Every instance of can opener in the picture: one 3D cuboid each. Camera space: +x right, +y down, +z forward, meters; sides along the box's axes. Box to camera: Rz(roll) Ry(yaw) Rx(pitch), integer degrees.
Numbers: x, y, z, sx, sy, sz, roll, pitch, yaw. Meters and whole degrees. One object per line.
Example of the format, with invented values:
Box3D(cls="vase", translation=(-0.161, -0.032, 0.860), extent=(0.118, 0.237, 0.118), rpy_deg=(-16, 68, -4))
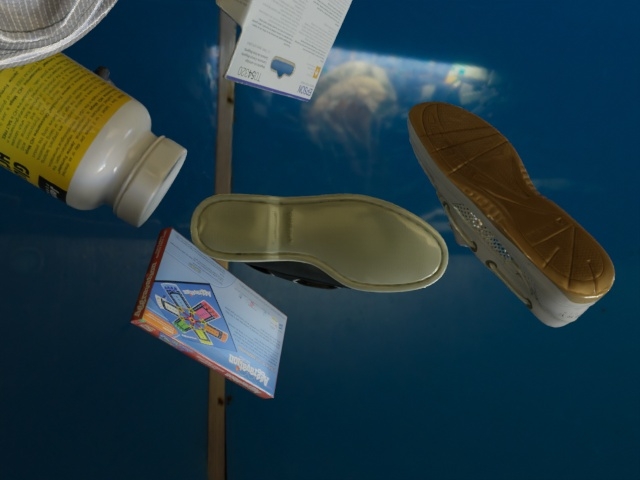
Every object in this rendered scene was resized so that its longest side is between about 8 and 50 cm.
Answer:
Box3D(cls="can opener", translation=(-0.465, -0.278, 1.217), extent=(0.073, 0.059, 0.186), rpy_deg=(35, -133, -28))

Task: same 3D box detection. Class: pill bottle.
Box3D(cls="pill bottle", translation=(-0.377, -0.164, 0.891), extent=(0.334, 0.188, 0.187), rpy_deg=(32, -131, -9))

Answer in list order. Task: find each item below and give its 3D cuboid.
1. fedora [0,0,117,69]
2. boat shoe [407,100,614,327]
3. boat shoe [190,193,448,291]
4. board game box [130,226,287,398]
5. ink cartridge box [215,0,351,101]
Box3D(cls="fedora", translation=(-0.185, -0.202, 0.321), extent=(0.244, 0.275, 0.124), rpy_deg=(-16, -139, -36))
Box3D(cls="boat shoe", translation=(0.167, -0.029, 0.619), extent=(0.098, 0.096, 0.277), rpy_deg=(-17, -122, -22))
Box3D(cls="boat shoe", translation=(-0.001, 0.004, 0.841), extent=(0.340, 0.113, 0.127), rpy_deg=(3, -95, -1))
Box3D(cls="board game box", translation=(-0.149, 0.116, 0.895), extent=(0.027, 0.281, 0.145), rpy_deg=(-15, -130, 30))
Box3D(cls="ink cartridge box", translation=(-0.037, -0.400, 0.961), extent=(0.071, 0.330, 0.324), rpy_deg=(30, -165, 15))
